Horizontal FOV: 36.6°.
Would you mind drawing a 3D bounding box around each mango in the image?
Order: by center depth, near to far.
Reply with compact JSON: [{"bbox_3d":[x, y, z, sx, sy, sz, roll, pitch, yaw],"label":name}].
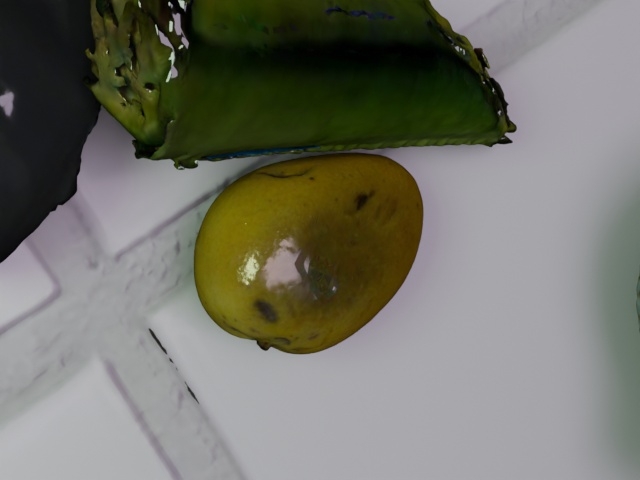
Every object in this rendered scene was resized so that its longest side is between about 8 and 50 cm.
[{"bbox_3d":[0.000,0.000,0.690,0.195,0.098,0.137,-37,103,-28],"label":"mango"}]

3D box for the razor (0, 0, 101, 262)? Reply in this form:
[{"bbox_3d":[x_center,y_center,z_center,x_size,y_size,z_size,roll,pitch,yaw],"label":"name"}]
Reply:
[{"bbox_3d":[-0.285,-0.124,0.526,0.349,0.113,0.204,30,74,-25],"label":"razor"}]

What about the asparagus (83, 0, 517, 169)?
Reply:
[{"bbox_3d":[0.021,-0.118,0.660,0.382,0.108,0.128,-7,102,-42],"label":"asparagus"}]

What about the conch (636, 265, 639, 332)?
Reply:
[{"bbox_3d":[0.399,0.073,0.845,0.303,0.215,0.319,29,102,-24],"label":"conch"}]
